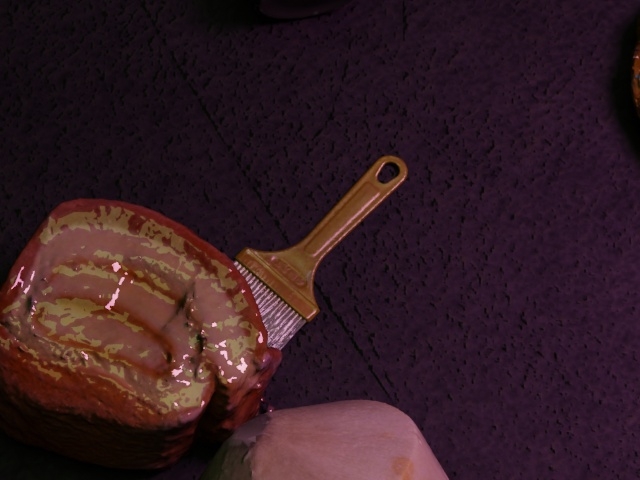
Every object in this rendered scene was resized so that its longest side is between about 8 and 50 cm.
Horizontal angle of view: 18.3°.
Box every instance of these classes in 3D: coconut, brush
[{"bbox_3d":[-0.006,0.226,1.432,0.241,0.241,0.241,1,68,-2],"label":"coconut"},{"bbox_3d":[0.000,0.000,1.646,0.083,0.011,0.205,40,71,14],"label":"brush"}]

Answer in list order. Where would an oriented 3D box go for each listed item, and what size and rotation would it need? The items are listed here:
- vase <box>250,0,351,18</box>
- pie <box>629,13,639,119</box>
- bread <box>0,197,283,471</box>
[{"bbox_3d":[-0.030,-0.348,1.726,0.251,0.156,0.300,-3,72,-31],"label":"vase"},{"bbox_3d":[0.387,-0.134,1.688,0.273,0.069,0.273,-1,67,2],"label":"pie"},{"bbox_3d":[-0.148,0.079,1.548,0.244,0.123,0.190,19,67,4],"label":"bread"}]
